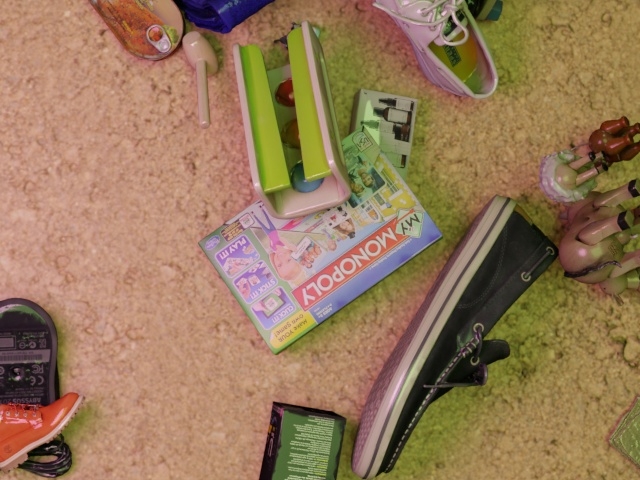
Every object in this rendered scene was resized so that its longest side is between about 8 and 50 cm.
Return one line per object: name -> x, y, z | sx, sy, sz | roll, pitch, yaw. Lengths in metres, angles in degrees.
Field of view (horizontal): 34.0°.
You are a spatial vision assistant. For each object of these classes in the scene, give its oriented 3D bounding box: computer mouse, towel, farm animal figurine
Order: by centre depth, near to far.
computer mouse -> -0.459, 0.214, 1.565 | 0.188, 0.072, 0.272 | 4, 97, -12
towel -> -0.065, -0.423, 1.613 | 0.308, 0.227, 0.076 | -36, 121, -11
farm animal figurine -> 0.469, -0.012, 1.686 | 0.326, 0.172, 0.330 | -29, 92, -52
towel -> 0.561, 0.341, 1.754 | 0.148, 0.027, 0.110 | 42, 79, -4

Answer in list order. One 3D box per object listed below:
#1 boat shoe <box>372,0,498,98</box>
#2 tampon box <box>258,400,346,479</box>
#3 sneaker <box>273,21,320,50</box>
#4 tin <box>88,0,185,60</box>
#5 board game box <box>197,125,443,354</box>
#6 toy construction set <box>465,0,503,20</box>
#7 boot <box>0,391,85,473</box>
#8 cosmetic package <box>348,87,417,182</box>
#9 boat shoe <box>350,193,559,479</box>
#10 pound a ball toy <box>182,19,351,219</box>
boat shoe -> 0.176, -0.342, 1.579 | 0.136, 0.156, 0.367 | -42, 131, -7
tampon box -> -0.032, 0.337, 1.600 | 0.101, 0.120, 0.161 | 11, 84, -10
sneaker -> -0.045, -0.305, 1.691 | 0.069, 0.038, 0.098 | 16, 74, -7
tin -> -0.288, -0.366, 1.636 | 0.106, 0.040, 0.190 | -37, 90, 10
board game box -> 0.000, 0.000, 1.621 | 0.317, 0.046, 0.213 | -36, 81, 1
toy construction set -> 0.247, -0.518, 1.655 | 0.308, 0.237, 0.257 | 33, 81, -6
boot -> -0.418, 0.258, 1.515 | 0.158, 0.059, 0.085 | -37, 99, -4
cosmetic package -> 0.088, -0.116, 1.686 | 0.098, 0.060, 0.239 | 9, 85, -7
boat shoe -> 0.211, 0.163, 1.628 | 0.156, 0.187, 0.500 | 34, 76, 0
pound a ball toy -> -0.081, -0.186, 1.588 | 0.208, 0.136, 0.319 | -17, 60, 10
